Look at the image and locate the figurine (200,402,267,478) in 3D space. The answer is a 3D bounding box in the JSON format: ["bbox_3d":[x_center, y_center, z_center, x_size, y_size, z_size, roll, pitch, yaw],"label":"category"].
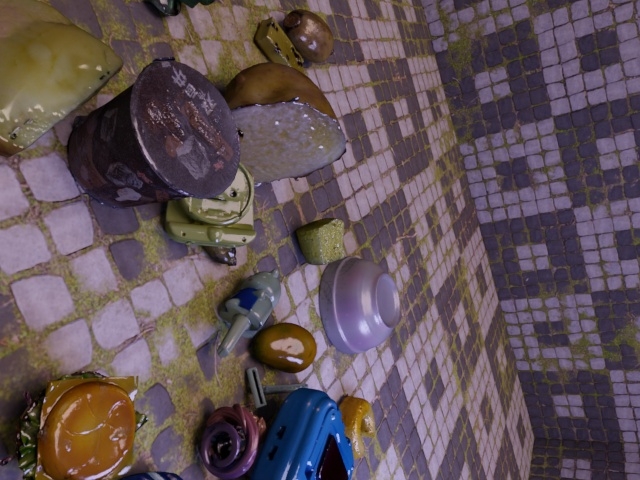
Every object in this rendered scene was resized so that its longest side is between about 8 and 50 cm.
[{"bbox_3d":[-0.162,0.366,0.927,0.114,0.126,0.157,35,7,5],"label":"figurine"}]

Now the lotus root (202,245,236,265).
[{"bbox_3d":[-0.206,0.014,0.999,0.054,0.049,0.099,-45,115,-25],"label":"lotus root"}]

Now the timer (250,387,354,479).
[{"bbox_3d":[-0.027,0.504,1.024,0.309,0.115,0.340,-63,146,-46],"label":"timer"}]

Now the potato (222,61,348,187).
[{"bbox_3d":[-0.108,-0.290,1.093,0.289,0.300,0.237,77,2,-60],"label":"potato"}]

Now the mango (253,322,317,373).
[{"bbox_3d":[-0.077,0.239,1.102,0.163,0.089,0.111,37,51,-36],"label":"mango"}]

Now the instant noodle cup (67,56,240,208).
[{"bbox_3d":[-0.276,-0.154,0.795,0.217,0.207,0.218,22,63,-52],"label":"instant noodle cup"}]

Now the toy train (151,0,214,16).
[{"bbox_3d":[-0.325,-0.585,0.925,0.304,0.150,0.222,16,57,-53],"label":"toy train"}]

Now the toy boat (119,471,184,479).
[{"bbox_3d":[-0.279,0.506,0.730,0.210,0.070,0.292,50,46,-31],"label":"toy boat"}]

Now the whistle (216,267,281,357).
[{"bbox_3d":[-0.149,0.141,1.011,0.092,0.110,0.244,37,43,-4],"label":"whistle"}]

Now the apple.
[{"bbox_3d":[-0.429,-0.233,0.669,0.193,0.120,0.265,44,42,-25],"label":"apple"}]

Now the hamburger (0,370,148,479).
[{"bbox_3d":[-0.336,0.264,0.681,0.189,0.093,0.164,32,57,-48],"label":"hamburger"}]

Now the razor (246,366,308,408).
[{"bbox_3d":[-0.093,0.337,1.105,0.211,0.036,0.084,28,38,-57],"label":"razor"}]

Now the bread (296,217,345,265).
[{"bbox_3d":[0.000,0.000,1.274,0.129,0.111,0.114,-15,98,-40],"label":"bread"}]

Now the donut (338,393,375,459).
[{"bbox_3d":[0.093,0.494,1.305,0.181,0.078,0.146,-11,93,-59],"label":"donut"}]

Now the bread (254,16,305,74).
[{"bbox_3d":[-0.090,-0.496,1.338,0.226,0.049,0.088,42,47,-45],"label":"bread"}]

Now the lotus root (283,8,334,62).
[{"bbox_3d":[-0.022,-0.587,1.415,0.221,0.118,0.125,13,87,-53],"label":"lotus root"}]

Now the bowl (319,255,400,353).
[{"bbox_3d":[0.132,0.179,1.398,0.287,0.143,0.287,25,60,-53],"label":"bowl"}]

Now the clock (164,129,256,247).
[{"bbox_3d":[-0.206,-0.105,0.941,0.170,0.069,0.232,5,82,-24],"label":"clock"}]
